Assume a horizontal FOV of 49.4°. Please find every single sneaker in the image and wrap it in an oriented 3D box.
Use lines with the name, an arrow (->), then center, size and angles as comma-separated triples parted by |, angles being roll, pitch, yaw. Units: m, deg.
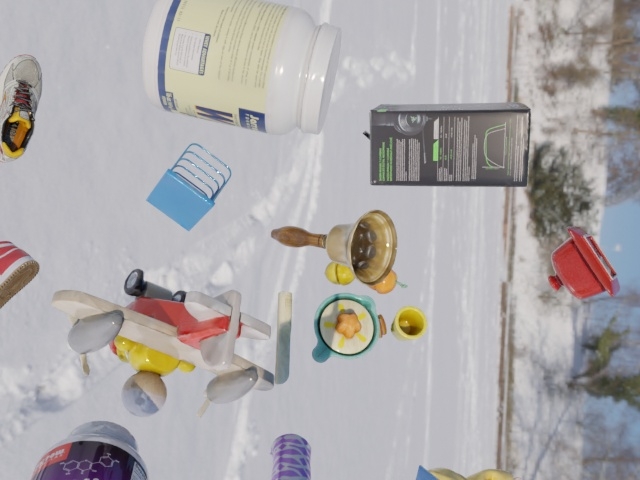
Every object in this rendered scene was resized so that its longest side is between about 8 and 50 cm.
sneaker -> -0.394, 0.049, 0.810 | 0.118, 0.067, 0.042 | -43, 152, -22
sneaker -> -0.610, -0.267, 1.420 | 0.088, 0.092, 0.225 | 11, 90, -43

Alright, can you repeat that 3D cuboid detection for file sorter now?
file sorter -> -0.282, -0.116, 1.507 | 0.170, 0.118, 0.104 | -33, -157, 57

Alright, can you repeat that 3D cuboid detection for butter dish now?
butter dish -> 0.519, 0.061, 1.413 | 0.160, 0.118, 0.160 | 60, 25, 13

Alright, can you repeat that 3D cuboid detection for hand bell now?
hand bell -> 0.000, 0.000, 1.214 | 0.126, 0.242, 0.126 | -10, 103, -47

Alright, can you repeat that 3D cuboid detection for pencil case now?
pencil case -> -0.064, 0.460, 1.306 | 0.086, 0.088, 0.206 | 57, 16, -24

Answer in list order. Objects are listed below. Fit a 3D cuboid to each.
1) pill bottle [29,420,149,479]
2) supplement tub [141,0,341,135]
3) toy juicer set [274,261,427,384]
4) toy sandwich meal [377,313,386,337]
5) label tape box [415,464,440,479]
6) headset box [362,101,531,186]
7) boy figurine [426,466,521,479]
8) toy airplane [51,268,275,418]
pill bottle -> -0.351, 0.412, 1.015 | 0.323, 0.181, 0.182 | -106, -167, -67
supplement tub -> -0.139, -0.327, 1.287 | 0.235, 0.324, 0.236 | 13, 90, -86
toy juicer set -> 0.037, 0.138, 1.393 | 0.089, 0.328, 0.209 | 120, -48, -66
toy sandwich meal -> 0.112, 0.184, 1.523 | 0.085, 0.029, 0.086 | 42, -41, 52
label tape box -> 0.054, 0.405, 0.682 | 0.240, 0.105, 0.334 | 155, -52, -79
headset box -> 0.219, -0.179, 1.255 | 0.246, 0.283, 0.131 | -53, 143, -73
boy figurine -> 0.285, 0.468, 1.162 | 0.092, 0.285, 0.177 | -54, -166, 55
toy airplane -> -0.283, 0.211, 1.331 | 0.384, 0.386, 0.273 | 90, 21, -73
